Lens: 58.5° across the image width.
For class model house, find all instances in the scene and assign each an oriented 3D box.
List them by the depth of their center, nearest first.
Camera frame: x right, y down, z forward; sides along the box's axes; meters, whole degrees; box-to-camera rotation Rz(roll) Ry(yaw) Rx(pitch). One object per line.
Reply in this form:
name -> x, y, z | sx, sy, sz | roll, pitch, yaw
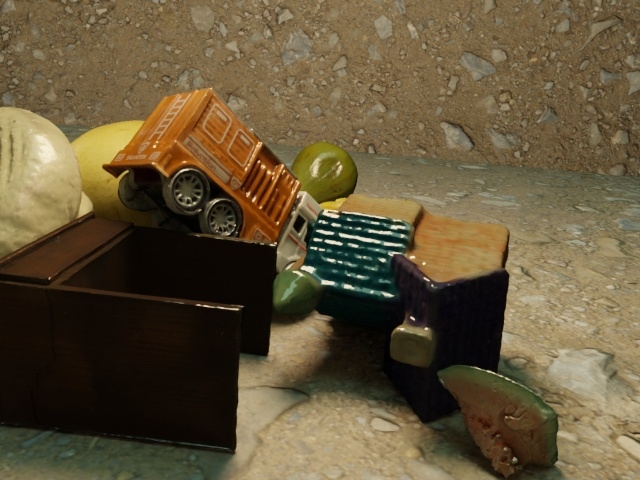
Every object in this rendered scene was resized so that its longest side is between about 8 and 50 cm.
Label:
model house -> 0.104, 0.090, 0.817 | 0.312, 0.245, 0.280 | 10, 26, 16

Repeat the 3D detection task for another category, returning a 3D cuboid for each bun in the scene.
bun -> -0.499, -0.019, 0.862 | 0.365, 0.365, 0.219 | 14, -22, 26

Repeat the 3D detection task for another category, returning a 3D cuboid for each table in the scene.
table -> -0.216, 0.100, 0.731 | 0.282, 0.196, 0.250 | 7, 16, 3

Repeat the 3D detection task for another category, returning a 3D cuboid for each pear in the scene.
pear -> -0.349, -0.086, 1.090 | 0.309, 0.309, 0.309 | 5, 17, -2

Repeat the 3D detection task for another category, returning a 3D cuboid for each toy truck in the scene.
toy truck -> -0.139, -0.063, 0.958 | 0.173, 0.207, 0.387 | 6, -29, 44

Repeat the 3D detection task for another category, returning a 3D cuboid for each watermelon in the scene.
watermelon -> 0.207, 0.194, 0.654 | 0.080, 0.101, 0.155 | -25, 60, -25

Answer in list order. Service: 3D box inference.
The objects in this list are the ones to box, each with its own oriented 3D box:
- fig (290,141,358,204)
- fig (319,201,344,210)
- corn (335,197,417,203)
fig -> 0.007, -0.171, 1.666 | 0.207, 0.207, 0.230 | 6, 36, 2
fig -> 0.008, -0.028, 1.233 | 0.257, 0.159, 0.159 | 31, 27, 24
corn -> 0.155, -0.070, 1.557 | 0.244, 0.093, 0.093 | 4, 17, -3
